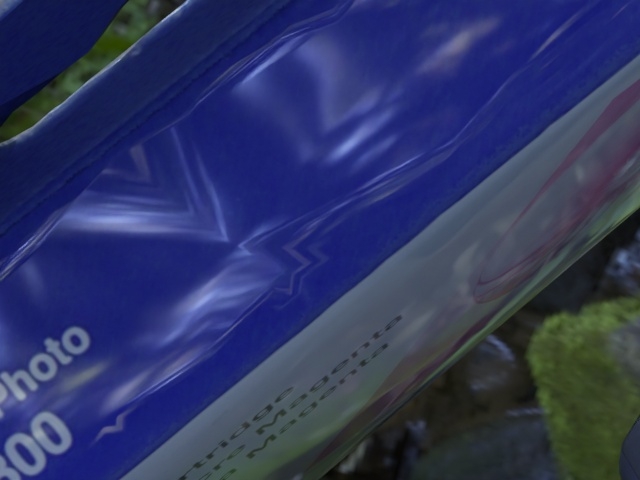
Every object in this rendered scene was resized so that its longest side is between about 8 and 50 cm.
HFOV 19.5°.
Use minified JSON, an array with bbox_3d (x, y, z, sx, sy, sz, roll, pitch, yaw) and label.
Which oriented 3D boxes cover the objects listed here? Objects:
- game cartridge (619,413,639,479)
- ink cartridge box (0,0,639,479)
[{"bbox_3d":[0.290,0.089,0.514,0.355,0.068,0.230,-18,63,-15],"label":"game cartridge"},{"bbox_3d":[0.000,0.000,0.459,0.324,0.330,0.071,-40,79,-2],"label":"ink cartridge box"}]
